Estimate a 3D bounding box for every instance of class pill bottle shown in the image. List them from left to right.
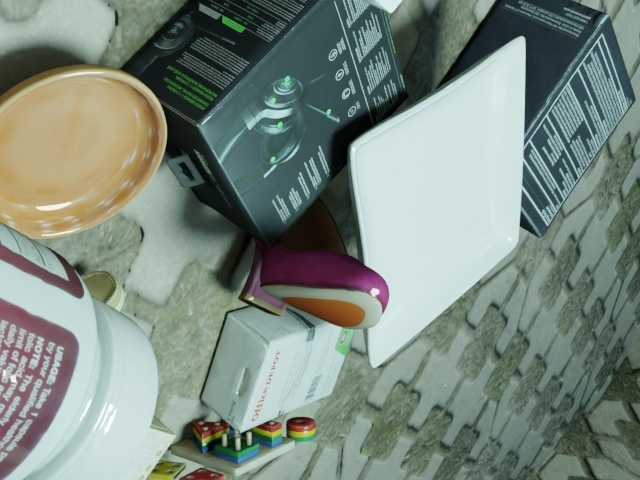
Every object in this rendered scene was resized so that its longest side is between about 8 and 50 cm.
[{"bbox_3d":[-0.317,0.072,0.707,0.224,0.224,0.392,-54,140,-4],"label":"pill bottle"}]

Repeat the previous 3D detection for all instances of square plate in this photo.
[{"bbox_3d":[0.154,-0.055,1.235,0.344,0.049,0.347,-36,135,-34],"label":"square plate"}]

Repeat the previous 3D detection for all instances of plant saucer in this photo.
[{"bbox_3d":[-0.244,-0.087,0.892,0.200,0.037,0.200,-25,144,-20],"label":"plant saucer"}]

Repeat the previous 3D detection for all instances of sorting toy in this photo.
[{"bbox_3d":[-0.134,0.290,1.371,0.274,0.132,0.046,-13,107,-51],"label":"sorting toy"}]

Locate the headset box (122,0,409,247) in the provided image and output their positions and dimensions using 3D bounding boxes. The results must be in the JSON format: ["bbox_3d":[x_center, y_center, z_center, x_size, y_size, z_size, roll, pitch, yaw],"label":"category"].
[{"bbox_3d":[-0.054,-0.164,1.040,0.283,0.131,0.246,-49,150,-13],"label":"headset box"}]

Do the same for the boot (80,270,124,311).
[{"bbox_3d":[-0.300,0.052,0.938,0.213,0.077,0.165,-29,141,-27],"label":"boot"}]

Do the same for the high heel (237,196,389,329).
[{"bbox_3d":[0.000,0.000,1.114,0.127,0.377,0.181,28,78,-22],"label":"high heel"}]

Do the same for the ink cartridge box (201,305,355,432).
[{"bbox_3d":[-0.057,0.172,1.395,0.219,0.092,0.160,-11,126,-51],"label":"ink cartridge box"}]

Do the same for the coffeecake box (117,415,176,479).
[{"bbox_3d":[-0.293,0.296,1.193,0.185,0.068,0.142,-55,150,-4],"label":"coffeecake box"}]

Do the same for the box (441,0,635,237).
[{"bbox_3d":[0.337,-0.205,1.519,0.294,0.182,0.296,-56,148,-2],"label":"box"}]

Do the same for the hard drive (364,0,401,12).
[{"bbox_3d":[-0.014,-0.332,0.760,0.203,0.307,0.040,-61,150,7],"label":"hard drive"}]
